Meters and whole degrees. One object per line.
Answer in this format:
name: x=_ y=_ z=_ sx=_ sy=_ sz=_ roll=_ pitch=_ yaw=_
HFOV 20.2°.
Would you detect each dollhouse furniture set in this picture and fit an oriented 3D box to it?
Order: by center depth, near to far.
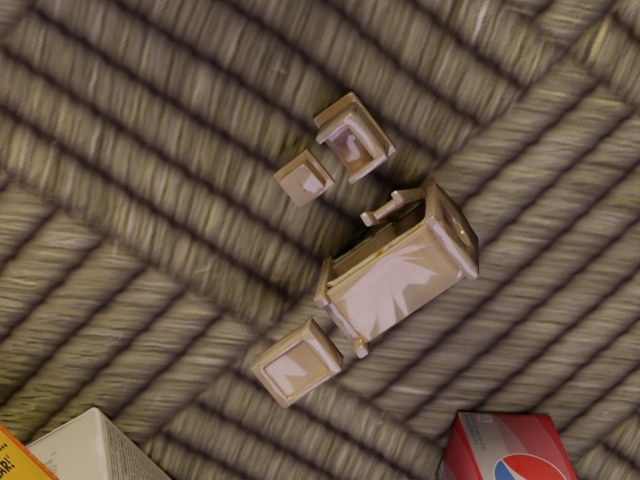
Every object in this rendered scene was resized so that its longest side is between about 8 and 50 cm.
dollhouse furniture set: x=0.000 y=0.000 z=1.353 sx=0.182 sy=0.101 sz=0.161 roll=-35 pitch=102 yaw=14

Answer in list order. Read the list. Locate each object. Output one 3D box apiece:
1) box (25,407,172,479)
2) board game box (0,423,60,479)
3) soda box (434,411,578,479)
box: x=-0.139 y=0.297 z=1.493 sx=0.121 sy=0.148 sz=0.311 roll=-30 pitch=126 yaw=12
board game box: x=-0.384 y=0.305 z=1.218 sx=0.356 sy=0.356 sz=0.356 roll=44 pitch=113 yaw=3
soda box: x=0.172 y=0.255 z=1.456 sx=0.092 sy=0.263 sz=0.083 roll=4 pitch=125 yaw=-17
